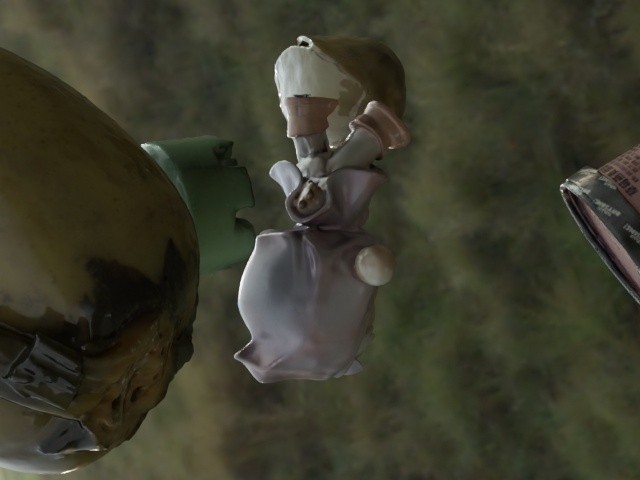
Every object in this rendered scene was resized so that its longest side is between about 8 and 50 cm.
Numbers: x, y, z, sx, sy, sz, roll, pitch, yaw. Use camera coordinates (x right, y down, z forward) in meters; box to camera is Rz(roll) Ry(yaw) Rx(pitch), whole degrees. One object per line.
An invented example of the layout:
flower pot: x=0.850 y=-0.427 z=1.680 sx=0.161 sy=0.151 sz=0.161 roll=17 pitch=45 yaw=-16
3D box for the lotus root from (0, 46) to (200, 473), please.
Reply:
lotus root: x=-0.193 y=-0.018 z=0.791 sx=0.310 sy=0.183 sz=0.183 roll=39 pitch=153 yaw=18

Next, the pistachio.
pistachio: x=0.022 y=-0.160 z=1.707 sx=0.152 sy=0.126 sz=0.223 roll=46 pitch=170 yaw=-8

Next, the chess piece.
chess piece: x=-0.206 y=-0.008 z=1.272 sx=0.194 sy=0.299 sz=0.195 roll=22 pitch=117 yaw=51

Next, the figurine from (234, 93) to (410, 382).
figurine: x=0.000 y=0.001 z=1.457 sx=0.200 sy=0.133 sz=0.276 roll=-1 pitch=78 yaw=66

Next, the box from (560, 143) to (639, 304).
box: x=0.304 y=-0.026 z=1.353 sx=0.151 sy=0.135 sz=0.151 roll=55 pitch=179 yaw=2
